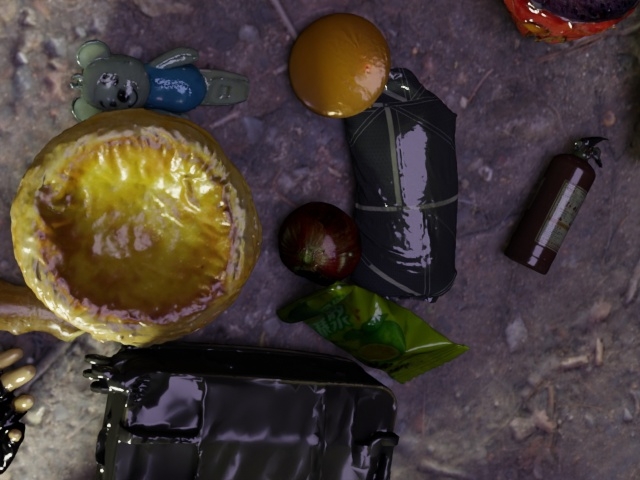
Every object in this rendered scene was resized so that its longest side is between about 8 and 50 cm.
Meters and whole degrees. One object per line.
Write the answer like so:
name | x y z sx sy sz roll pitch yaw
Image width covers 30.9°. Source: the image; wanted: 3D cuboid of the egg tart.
egg tart | -0.234 -0.018 1.489 0.319 0.128 0.318 -2 99 -13

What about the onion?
onion | 0.000 0.000 1.585 0.117 0.118 0.118 11 97 1

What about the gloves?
gloves | -0.439 0.228 1.478 0.203 0.124 0.164 -59 136 -24

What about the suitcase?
suitcase | -0.113 0.288 1.554 0.434 0.194 0.283 6 97 -20

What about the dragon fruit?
dragon fruit | 0.329 -0.356 1.627 0.224 0.148 0.218 18 65 -1

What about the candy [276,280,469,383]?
candy | 0.073 0.125 1.636 0.246 0.149 0.069 33 51 -23

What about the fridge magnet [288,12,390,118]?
fridge magnet | 0.026 -0.234 1.555 0.143 0.063 0.143 -1 87 18

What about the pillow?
pillow | 0.114 -0.074 1.620 0.162 0.092 0.335 -3 101 -9

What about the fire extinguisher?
fire extinguisher | 0.361 -0.061 1.726 0.099 0.071 0.231 29 88 -49

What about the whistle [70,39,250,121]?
whistle | -0.204 -0.198 1.500 0.236 0.077 0.114 0 119 -22

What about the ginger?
ginger | -0.436 0.093 1.476 0.299 0.065 0.118 5 79 -21
